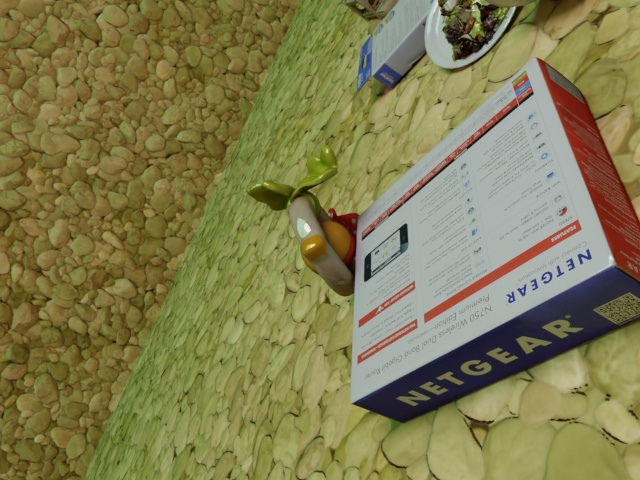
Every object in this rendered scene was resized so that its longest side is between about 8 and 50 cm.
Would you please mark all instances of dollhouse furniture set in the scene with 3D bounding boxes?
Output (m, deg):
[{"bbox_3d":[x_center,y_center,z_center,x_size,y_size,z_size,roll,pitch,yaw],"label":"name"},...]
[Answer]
[{"bbox_3d":[0.154,-0.673,1.350,0.161,0.101,0.182,-60,23,9],"label":"dollhouse furniture set"}]

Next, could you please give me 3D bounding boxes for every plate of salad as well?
[{"bbox_3d":[0.241,-0.388,0.867,0.199,0.048,0.200,-20,64,50],"label":"plate of salad"}]

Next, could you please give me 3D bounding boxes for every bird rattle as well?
[{"bbox_3d":[0.000,0.000,0.793,0.143,0.254,0.207,-23,43,6],"label":"bird rattle"}]

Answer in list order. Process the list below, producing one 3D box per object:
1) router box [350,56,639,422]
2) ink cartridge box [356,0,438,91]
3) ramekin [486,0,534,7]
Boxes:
[{"bbox_3d":[0.167,0.008,0.602,0.335,0.082,0.301,-42,30,41],"label":"router box"},{"bbox_3d":[0.192,-0.449,1.076,0.311,0.065,0.186,-39,33,40],"label":"ink cartridge box"},{"bbox_3d":[0.283,-0.417,0.669,0.109,0.207,0.207,29,92,58],"label":"ramekin"}]
